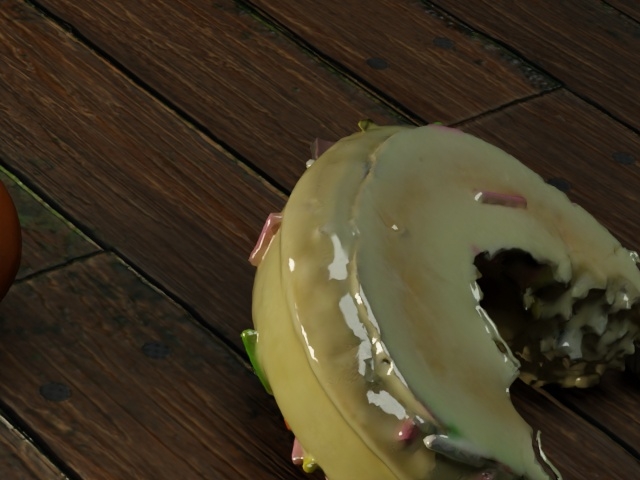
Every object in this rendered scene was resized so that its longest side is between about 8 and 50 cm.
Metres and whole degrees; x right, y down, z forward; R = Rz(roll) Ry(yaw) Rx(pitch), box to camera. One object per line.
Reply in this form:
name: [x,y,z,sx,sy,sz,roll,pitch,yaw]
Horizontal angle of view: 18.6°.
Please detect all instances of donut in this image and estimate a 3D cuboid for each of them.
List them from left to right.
donut: [0.087,0.064,1.459,0.307,0.150,0.371,43,37,-4]

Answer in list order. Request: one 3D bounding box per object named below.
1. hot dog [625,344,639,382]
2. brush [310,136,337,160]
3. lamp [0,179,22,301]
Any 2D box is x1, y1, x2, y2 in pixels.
hot dog: [0.377,0.100,1.618,0.268,0.075,0.144,14,36,7]
brush: [0.000,0.000,1.652,0.084,0.071,0.301,18,33,-12]
lamp: [-0.329,-0.005,1.436,0.223,0.196,0.223,9,-5,1]
